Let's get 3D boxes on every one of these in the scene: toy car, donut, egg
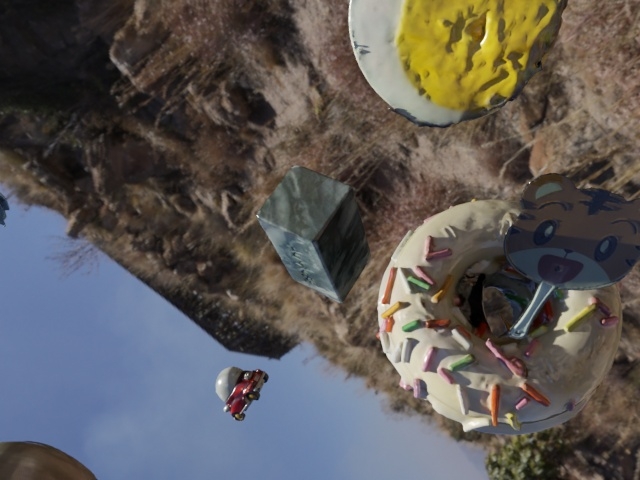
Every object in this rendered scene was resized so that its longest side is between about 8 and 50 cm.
[{"bbox_3d":[-0.204,0.362,1.351,0.112,0.139,0.112,33,-144,-3],"label":"toy car"},{"bbox_3d":[0.271,0.097,0.840,0.383,0.382,0.142,53,170,25],"label":"donut"},{"bbox_3d":[0.210,-0.362,0.855,0.337,0.337,0.201,53,-153,-15],"label":"egg"}]

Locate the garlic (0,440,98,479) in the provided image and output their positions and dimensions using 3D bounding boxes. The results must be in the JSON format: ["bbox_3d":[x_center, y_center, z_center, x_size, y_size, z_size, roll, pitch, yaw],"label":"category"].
[{"bbox_3d":[-0.339,0.352,0.603,0.237,0.291,0.210,90,-178,-53],"label":"garlic"}]

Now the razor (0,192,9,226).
[{"bbox_3d":[-0.218,0.031,0.278,0.040,0.068,0.135,118,160,-64],"label":"razor"}]

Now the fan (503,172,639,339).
[{"bbox_3d":[0.267,0.032,0.608,0.152,0.227,0.008,15,-144,1],"label":"fan"}]

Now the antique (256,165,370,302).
[{"bbox_3d":[0.000,0.000,0.700,0.088,0.086,0.183,24,158,27],"label":"antique"}]
